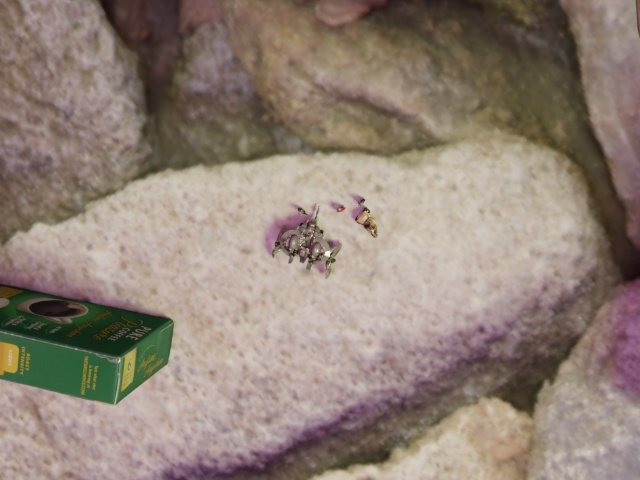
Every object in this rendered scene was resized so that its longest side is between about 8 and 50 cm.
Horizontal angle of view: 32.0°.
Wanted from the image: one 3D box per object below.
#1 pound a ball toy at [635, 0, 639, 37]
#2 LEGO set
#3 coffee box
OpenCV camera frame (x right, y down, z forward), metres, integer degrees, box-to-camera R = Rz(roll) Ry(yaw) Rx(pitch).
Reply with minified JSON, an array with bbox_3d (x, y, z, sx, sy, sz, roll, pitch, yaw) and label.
[{"bbox_3d":[0.346,-0.228,0.621,0.319,0.136,0.208,1,136,12],"label":"pound a ball toy"},{"bbox_3d":[0.000,-0.003,0.811,0.083,0.023,0.054,-40,90,16],"label":"LEGO set"},{"bbox_3d":[-0.213,0.071,0.826,0.184,0.113,0.040,11,101,9],"label":"coffee box"}]
